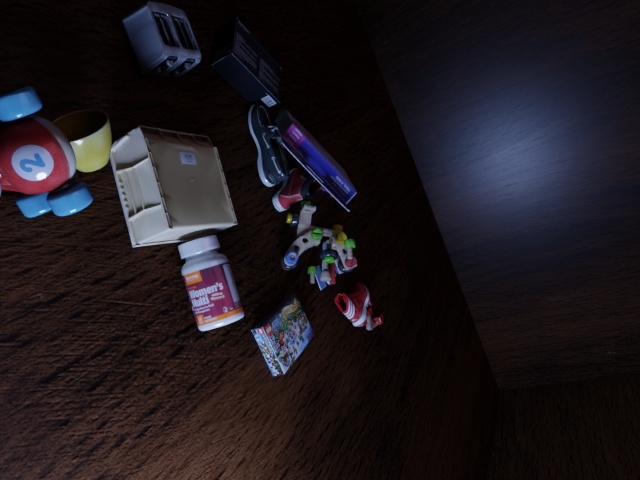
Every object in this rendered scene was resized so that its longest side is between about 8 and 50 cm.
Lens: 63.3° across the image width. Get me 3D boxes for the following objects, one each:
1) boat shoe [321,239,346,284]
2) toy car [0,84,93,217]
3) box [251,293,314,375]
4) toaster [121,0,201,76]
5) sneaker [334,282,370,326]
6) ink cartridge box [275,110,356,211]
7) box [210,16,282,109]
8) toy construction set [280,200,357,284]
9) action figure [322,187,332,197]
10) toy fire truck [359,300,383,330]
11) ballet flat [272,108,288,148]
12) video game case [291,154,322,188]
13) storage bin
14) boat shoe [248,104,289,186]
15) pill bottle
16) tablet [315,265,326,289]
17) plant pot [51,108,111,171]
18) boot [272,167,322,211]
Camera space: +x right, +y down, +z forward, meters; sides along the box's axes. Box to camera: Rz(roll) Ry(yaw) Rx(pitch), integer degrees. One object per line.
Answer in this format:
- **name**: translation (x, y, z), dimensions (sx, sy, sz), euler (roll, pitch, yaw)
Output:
- **boat shoe**: translation (0.055, 0.073, 1.979), dimensions (0.065, 0.083, 0.183), euler (34, 46, -50)
- **toy car**: translation (-0.560, -0.107, 0.867), dimensions (0.238, 0.210, 0.219), euler (-49, 130, -45)
- **box**: translation (-0.110, 0.284, 1.598), dimensions (0.159, 0.044, 0.233), euler (67, 28, -11)
- **toaster**: translation (-0.435, -0.552, 1.424), dimensions (0.168, 0.110, 0.185), euler (-27, 98, -63)
- **sneaker**: translation (0.123, 0.217, 2.022), dimensions (0.128, 0.087, 0.221), euler (46, 24, -25)
- **ink cartridge box**: translation (-0.012, -0.279, 1.761), dimensions (0.324, 0.071, 0.330), euler (44, 11, -24)
- **box**: translation (-0.248, -0.604, 1.804), dimensions (0.261, 0.103, 0.184), euler (39, 46, -46)
- **toy construction set**: translation (0.000, 0.000, 1.767), dimensions (0.309, 0.257, 0.237), euler (65, 22, -68)
- **action figure**: translation (0.035, -0.210, 2.171), dimensions (0.115, 0.030, 0.038), euler (35, 40, -52)
- **toy fire truck**: translation (0.194, 0.318, 2.129), dimensions (0.135, 0.047, 0.192), euler (67, 29, -13)
- **ballet flat**: translation (-0.137, -0.397, 1.927), dimensions (0.067, 0.073, 0.206), euler (60, 30, -51)
- **video game case**: translation (-0.055, -0.270, 1.924), dimensions (0.166, 0.015, 0.119), euler (51, -7, 16)
- **storage bin**: translation (-0.363, -0.134, 1.301), dimensions (0.262, 0.123, 0.260), euler (-9, 81, -62)
- **boat shoe**: translation (-0.172, -0.340, 1.798), dimensions (0.114, 0.091, 0.302), euler (-3, 77, -62)
- **pill bottle**: translation (-0.280, 0.106, 1.311), dimensions (0.121, 0.121, 0.221), euler (-16, 88, -62)
- **tablet**: translation (-0.003, 0.138, 1.920), dimensions (0.054, 0.006, 0.083), euler (-32, 103, -62)
- **plant pot**: translation (-0.501, -0.203, 1.103), dimensions (0.134, 0.134, 0.095), euler (-76, 163, -45)
- **boot**: translation (-0.054, -0.204, 1.845), dimensions (0.088, 0.176, 0.244), euler (57, 30, -24)
